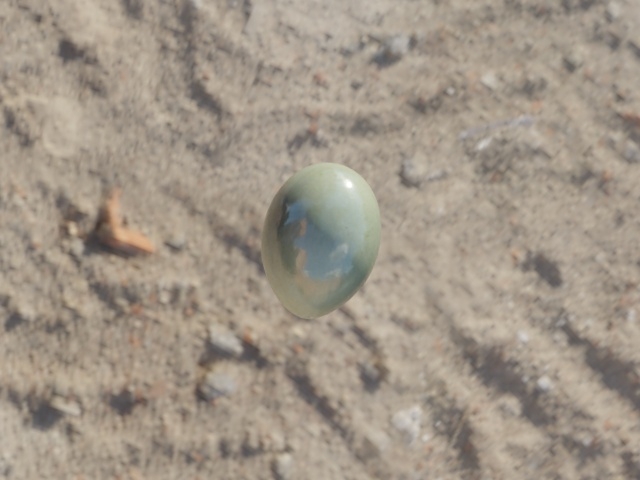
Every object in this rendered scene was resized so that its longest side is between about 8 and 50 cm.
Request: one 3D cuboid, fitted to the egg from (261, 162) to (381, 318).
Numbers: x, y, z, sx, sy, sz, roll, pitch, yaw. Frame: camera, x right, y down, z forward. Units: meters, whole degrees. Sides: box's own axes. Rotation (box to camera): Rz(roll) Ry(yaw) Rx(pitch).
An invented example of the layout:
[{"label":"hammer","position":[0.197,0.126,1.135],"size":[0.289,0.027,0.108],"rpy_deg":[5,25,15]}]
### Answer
[{"label":"egg","position":[0.000,0.000,1.448],"size":[0.114,0.114,0.152],"rpy_deg":[13,82,-11]}]
